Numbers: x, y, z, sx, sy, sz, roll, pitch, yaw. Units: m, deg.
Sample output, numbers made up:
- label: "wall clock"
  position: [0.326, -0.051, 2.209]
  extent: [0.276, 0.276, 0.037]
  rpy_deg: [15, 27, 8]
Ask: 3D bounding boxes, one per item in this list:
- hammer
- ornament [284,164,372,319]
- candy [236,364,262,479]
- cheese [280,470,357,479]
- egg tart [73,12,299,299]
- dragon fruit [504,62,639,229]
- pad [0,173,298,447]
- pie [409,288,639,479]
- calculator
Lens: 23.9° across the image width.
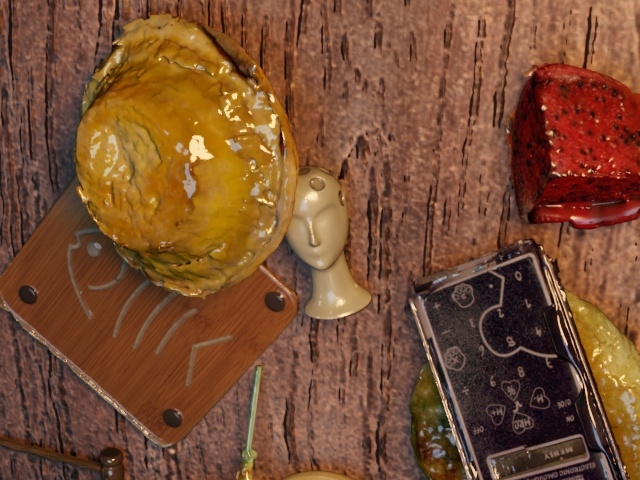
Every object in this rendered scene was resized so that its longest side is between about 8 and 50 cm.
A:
- label: "hammer"
  position: [-0.369, 0.253, 1.842]
  extent: [0.292, 0.029, 0.058]
  rpy_deg: [11, 116, 20]
- label: "ornament"
  position: [0.000, 0.000, 1.532]
  extent: [0.075, 0.081, 0.156]
  rpy_deg: [-10, 115, 9]
- label: "candy"
  position: [-0.082, 0.237, 1.671]
  extent: [0.060, 0.060, 0.201]
  rpy_deg: [9, 91, 19]
- label: "cheese"
  position: [0.044, 0.323, 1.680]
  extent: [0.227, 0.064, 0.137]
  rpy_deg: [1, 116, 21]
- label: "egg tart"
  position: [-0.155, -0.077, 1.499]
  extent: [0.295, 0.116, 0.295]
  rpy_deg: [13, 111, 36]
- label: "dragon fruit"
  position: [0.257, -0.085, 1.391]
  extent: [0.161, 0.120, 0.127]
  rpy_deg: [3, 75, -6]
- label: "pad"
  position: [-0.200, 0.064, 1.684]
  extent: [0.284, 0.018, 0.286]
  rpy_deg: [42, 121, 0]
- label: "pie"
  position: [0.216, 0.183, 1.503]
  extent: [0.277, 0.078, 0.277]
  rpy_deg: [10, 109, 30]
- label: "calculator"
  position: [0.190, 0.147, 1.458]
  extent: [0.166, 0.028, 0.274]
  rpy_deg: [-23, 82, 32]
